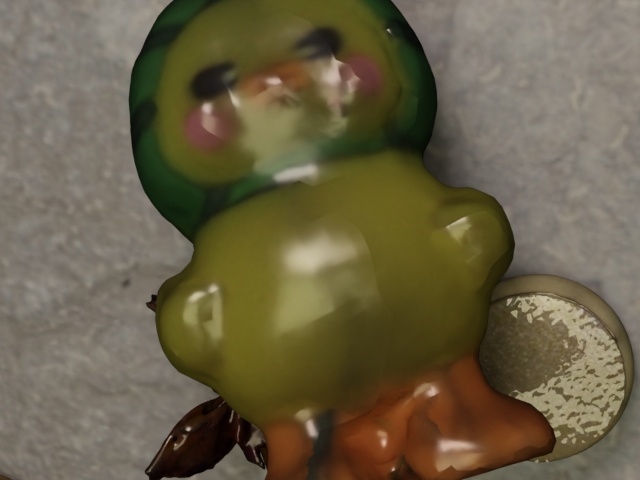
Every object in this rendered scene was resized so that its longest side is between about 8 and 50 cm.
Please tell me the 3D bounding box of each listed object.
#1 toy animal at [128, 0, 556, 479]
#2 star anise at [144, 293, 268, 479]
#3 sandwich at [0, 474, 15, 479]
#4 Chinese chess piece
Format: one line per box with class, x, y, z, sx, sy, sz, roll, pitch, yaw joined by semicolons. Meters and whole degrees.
toy animal;0.000;-0.001;0.851;0.216;0.191;0.338;-18;81;-2
star anise;-0.043;0.123;0.975;0.158;0.144;0.140;1;58;8
sandwich;-0.263;0.230;1.031;0.258;0.096;0.094;20;113;8
Chinese chess piece;0.140;0.082;0.912;0.122;0.051;0.122;3;102;13
